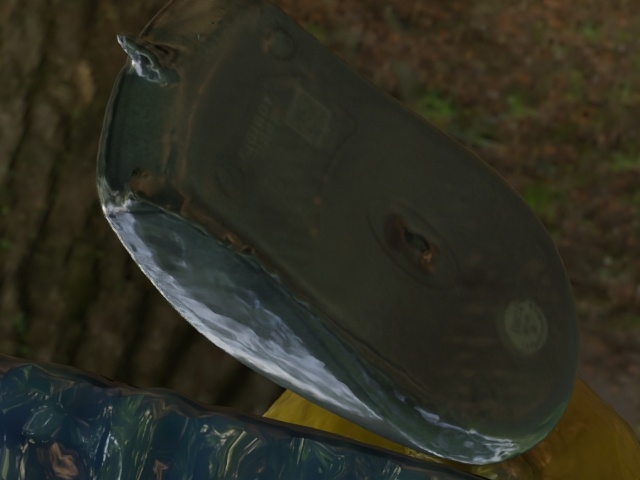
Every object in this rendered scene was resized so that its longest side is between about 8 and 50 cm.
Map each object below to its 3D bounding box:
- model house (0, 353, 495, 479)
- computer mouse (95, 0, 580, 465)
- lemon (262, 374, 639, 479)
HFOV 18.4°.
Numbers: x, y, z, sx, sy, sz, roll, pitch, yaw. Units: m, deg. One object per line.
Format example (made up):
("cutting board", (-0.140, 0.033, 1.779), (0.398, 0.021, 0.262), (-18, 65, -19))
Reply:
("model house", (-0.057, 0.280, 0.667), (0.400, 0.395, 0.445), (-2, 155, 32))
("computer mouse", (0.000, 0.000, 1.162), (0.371, 0.188, 0.122), (40, 142, -27))
("lemon", (0.092, 0.224, 1.492), (0.364, 0.364, 0.364), (16, 157, 7))
